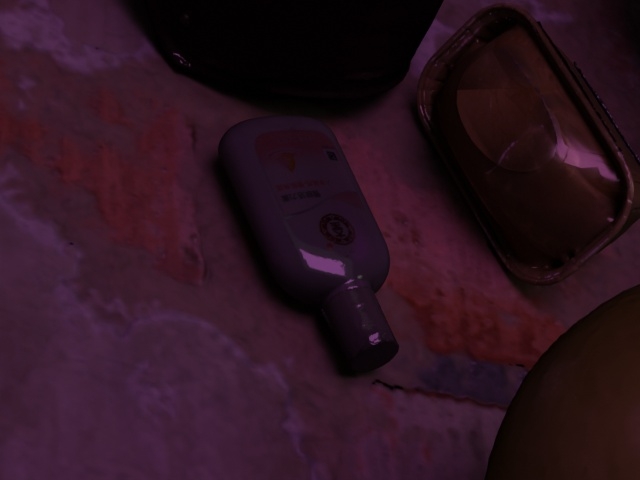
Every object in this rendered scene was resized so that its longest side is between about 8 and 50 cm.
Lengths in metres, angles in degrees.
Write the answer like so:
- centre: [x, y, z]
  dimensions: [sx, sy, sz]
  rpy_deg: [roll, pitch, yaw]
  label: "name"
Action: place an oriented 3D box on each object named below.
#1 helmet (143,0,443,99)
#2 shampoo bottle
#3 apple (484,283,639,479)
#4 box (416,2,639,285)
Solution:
- centre: [-0.022, -0.242, 1.249]
  dimensions: [0.225, 0.177, 0.305]
  rpy_deg: [-12, 62, -35]
  label: "helmet"
- centre: [0.000, 0.000, 1.150]
  dimensions: [0.080, 0.040, 0.165]
  rpy_deg: [-3, 54, -34]
  label: "shampoo bottle"
- centre: [0.216, 0.150, 0.978]
  dimensions: [0.292, 0.292, 0.254]
  rpy_deg: [20, 35, -15]
  label: "apple"
- centre: [0.132, -0.059, 1.237]
  dimensions: [0.111, 0.111, 0.177]
  rpy_deg: [-9, 58, -35]
  label: "box"
